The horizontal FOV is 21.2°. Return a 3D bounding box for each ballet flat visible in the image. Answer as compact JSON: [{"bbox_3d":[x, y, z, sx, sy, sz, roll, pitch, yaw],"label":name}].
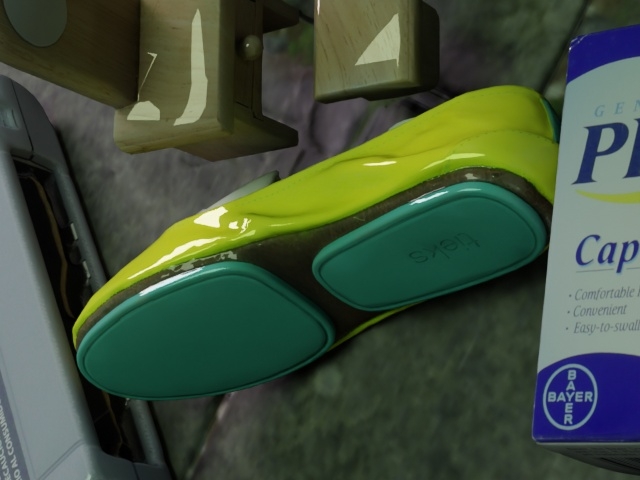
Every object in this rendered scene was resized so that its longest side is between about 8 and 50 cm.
[{"bbox_3d":[0.000,0.000,0.670,0.231,0.077,0.077,-23,39,34],"label":"ballet flat"}]

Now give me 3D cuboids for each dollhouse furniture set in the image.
[{"bbox_3d":[0.053,-0.207,0.587,0.355,0.174,0.303,-8,74,33],"label":"dollhouse furniture set"}]

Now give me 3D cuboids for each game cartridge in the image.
[{"bbox_3d":[-0.172,0.085,0.812,0.196,0.060,0.294,-40,51,22],"label":"game cartridge"}]

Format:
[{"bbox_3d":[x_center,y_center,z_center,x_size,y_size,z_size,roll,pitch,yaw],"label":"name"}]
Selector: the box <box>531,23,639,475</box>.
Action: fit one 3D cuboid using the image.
[{"bbox_3d":[0.138,0.001,0.524,0.126,0.072,0.137,-6,71,42],"label":"box"}]
